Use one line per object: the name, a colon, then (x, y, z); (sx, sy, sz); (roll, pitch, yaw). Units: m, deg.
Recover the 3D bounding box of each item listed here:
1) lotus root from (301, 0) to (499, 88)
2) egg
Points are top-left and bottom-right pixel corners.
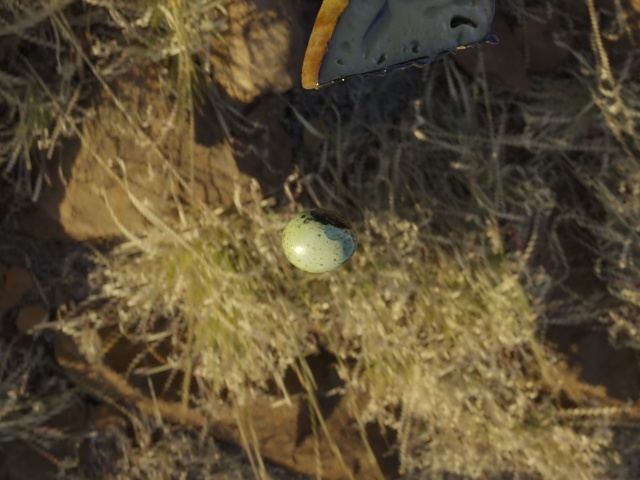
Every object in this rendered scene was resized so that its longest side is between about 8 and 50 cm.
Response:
lotus root: (0.092, -0.284, 1.403); (0.261, 0.074, 0.170); (-11, 102, -25)
egg: (0.000, 0.000, 1.494); (0.085, 0.110, 0.085); (2, 87, -43)
